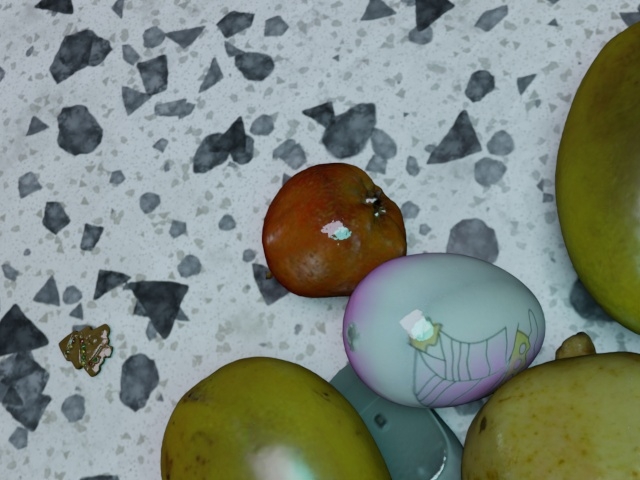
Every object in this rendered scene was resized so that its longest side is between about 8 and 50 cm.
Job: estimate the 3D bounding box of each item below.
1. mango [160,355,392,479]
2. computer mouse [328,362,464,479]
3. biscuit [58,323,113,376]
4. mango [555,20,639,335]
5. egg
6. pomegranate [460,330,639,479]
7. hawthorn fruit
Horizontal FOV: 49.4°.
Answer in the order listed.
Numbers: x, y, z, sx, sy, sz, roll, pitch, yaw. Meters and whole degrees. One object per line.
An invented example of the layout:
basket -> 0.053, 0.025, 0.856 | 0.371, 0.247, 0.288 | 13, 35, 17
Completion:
mango -> -0.026, 0.349, 0.807 | 0.300, 0.232, 0.446 | -46, 67, 37
computer mouse -> 0.095, 0.254, 0.917 | 0.128, 0.079, 0.231 | -39, 53, -2
biscuit -> -0.360, 0.163, 1.066 | 0.092, 0.016, 0.082 | 10, 76, 13
mango -> 0.453, -0.089, 0.870 | 0.301, 0.220, 0.445 | 8, 77, 23
egg -> 0.158, 0.113, 0.868 | 0.271, 0.196, 0.196 | 13, 73, -21
pomegranate -> 0.304, 0.254, 0.754 | 0.342, 0.342, 0.343 | -3, 72, 10
hawthorn fruit -> 0.000, 0.000, 0.974 | 0.225, 0.196, 0.197 | -32, 67, 27
